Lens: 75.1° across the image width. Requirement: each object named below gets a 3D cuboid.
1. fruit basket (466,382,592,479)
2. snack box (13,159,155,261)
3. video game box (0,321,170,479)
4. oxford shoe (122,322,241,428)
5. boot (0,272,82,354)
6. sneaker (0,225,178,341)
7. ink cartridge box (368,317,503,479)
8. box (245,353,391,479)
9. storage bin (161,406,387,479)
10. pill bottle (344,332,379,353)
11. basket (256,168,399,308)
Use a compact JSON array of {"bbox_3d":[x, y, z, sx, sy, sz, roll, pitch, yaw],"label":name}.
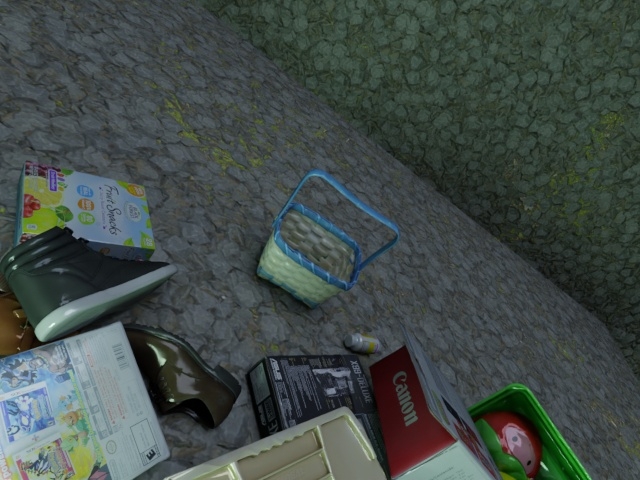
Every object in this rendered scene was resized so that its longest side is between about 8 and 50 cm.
[{"bbox_3d":[0.394,0.514,0.834,0.392,0.283,0.392,47,17,-19],"label":"fruit basket"},{"bbox_3d":[-0.424,-0.043,0.756,0.207,0.070,0.174,11,42,-43],"label":"snack box"},{"bbox_3d":[-0.314,0.228,0.526,0.187,0.048,0.205,-12,75,-56],"label":"video game box"},{"bbox_3d":[-0.234,0.212,0.648,0.227,0.083,0.096,36,36,-8],"label":"oxford shoe"},{"bbox_3d":[-0.416,0.133,0.552,0.152,0.073,0.197,35,34,-20],"label":"boot"},{"bbox_3d":[-0.345,0.039,0.655,0.147,0.104,0.296,51,14,3],"label":"sneaker"},{"bbox_3d":[0.195,0.338,0.784,0.272,0.130,0.309,52,10,-12],"label":"ink cartridge box"},{"bbox_3d":[0.018,0.359,0.751,0.242,0.076,0.307,12,43,-41],"label":"box"},{"bbox_3d":[-0.092,0.329,0.486,0.260,0.262,0.123,2,50,-47],"label":"storage bin"},{"bbox_3d":[0.100,0.249,1.010,0.083,0.043,0.043,20,37,-32],"label":"pill bottle"},{"bbox_3d":[0.000,0.000,0.964,0.255,0.289,0.201,36,36,-16],"label":"basket"}]
